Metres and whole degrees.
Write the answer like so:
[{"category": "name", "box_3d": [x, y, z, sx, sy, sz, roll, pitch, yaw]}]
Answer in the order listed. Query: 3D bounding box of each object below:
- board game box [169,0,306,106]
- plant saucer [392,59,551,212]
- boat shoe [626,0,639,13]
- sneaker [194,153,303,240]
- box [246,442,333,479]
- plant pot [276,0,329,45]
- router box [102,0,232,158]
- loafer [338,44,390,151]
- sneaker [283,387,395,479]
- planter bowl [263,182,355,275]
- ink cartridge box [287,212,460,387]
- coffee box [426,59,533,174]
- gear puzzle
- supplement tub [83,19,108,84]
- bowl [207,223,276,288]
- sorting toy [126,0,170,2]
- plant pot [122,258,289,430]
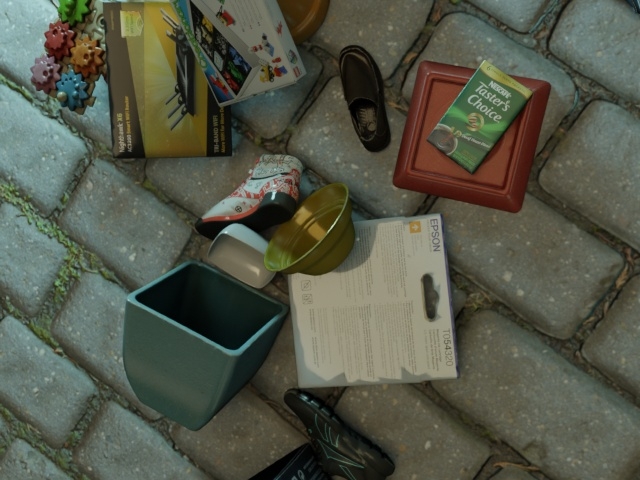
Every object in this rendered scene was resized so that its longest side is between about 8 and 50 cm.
[{"category": "board game box", "box_3d": [-0.170, -0.414, 1.342, 0.193, 0.053, 0.305, -9, 116, 34]}, {"category": "plant saucer", "box_3d": [0.286, -0.204, 1.403, 0.259, 0.048, 0.258, 14, 95, 14]}, {"category": "boat shoe", "box_3d": [0.525, -0.475, 1.324, 0.083, 0.065, 0.183, -27, 80, 20]}, {"category": "sneaker", "box_3d": [-0.144, -0.090, 1.513, 0.270, 0.090, 0.145, -17, 49, 40]}, {"category": "box", "box_3d": [-0.113, 0.747, 1.417, 0.480, 0.297, 0.472, -36, 84, 14]}, {"category": "plant pot", "box_3d": [-0.104, -0.500, 1.431, 0.205, 0.188, 0.205, 0, 92, 16]}, {"category": "router box", "box_3d": [-0.305, -0.323, 1.480, 0.243, 0.081, 0.309, -3, 101, -7]}, {"category": "loafer", "box_3d": [0.087, -0.286, 1.440, 0.080, 0.078, 0.220, -19, 87, 15]}, {"category": "sneaker", "box_3d": [0.019, 0.405, 1.459, 0.267, 0.101, 0.106, 39, 90, 12]}, {"category": "planter bowl", "box_3d": [0.000, 0.000, 1.377, 0.217, 0.217, 0.090, -42, 112, 13]}, {"category": "ink cartridge box", "box_3d": [0.101, 0.122, 1.451, 0.330, 0.071, 0.324, -6, 87, 15]}, {"category": "coffee box", "box_3d": [0.295, -0.229, 1.354, 0.113, 0.040, 0.184, 39, 101, 12]}, {"category": "gear puzzle", "box_3d": [-0.496, -0.441, 1.510, 0.175, 0.044, 0.339, 33, 105, 16]}, {"category": "supplement tub", "box_3d": [-0.434, -0.403, 1.571, 0.106, 0.106, 0.198, -27, 84, 15]}, {"category": "bowl", "box_3d": [-0.150, 0.026, 1.492, 0.142, 0.142, 0.053, 33, 56, -6]}, {"category": "sorting toy", "box_3d": [-0.295, -0.457, 1.544, 0.208, 0.038, 0.193, -10, 89, -4]}, {"category": "plant pot", "box_3d": [-0.250, 0.228, 1.473, 0.247, 0.248, 0.252, 26, 114, 13]}]
